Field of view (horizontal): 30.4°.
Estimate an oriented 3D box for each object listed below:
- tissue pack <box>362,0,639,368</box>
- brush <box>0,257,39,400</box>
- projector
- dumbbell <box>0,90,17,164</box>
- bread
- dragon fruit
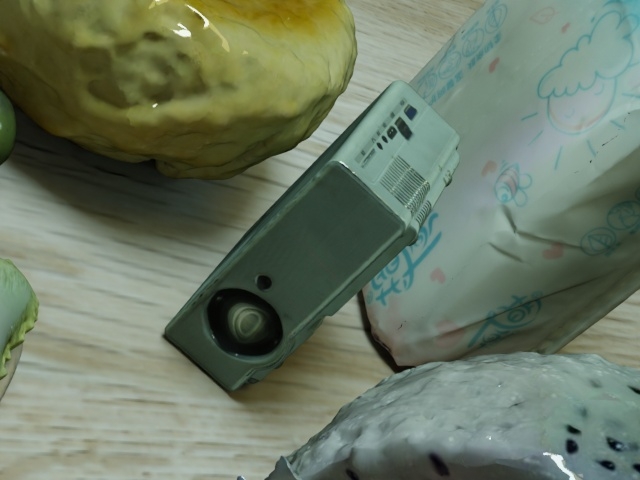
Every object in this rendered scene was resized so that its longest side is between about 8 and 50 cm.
[{"bbox_3d":[0.140,-0.060,0.713,0.124,0.271,0.201,25,38,-27],"label":"tissue pack"},{"bbox_3d":[-0.176,0.096,0.393,0.072,0.067,0.313,39,36,-11],"label":"brush"},{"bbox_3d":[0.000,0.000,0.608,0.061,0.147,0.115,43,33,-3],"label":"projector"},{"bbox_3d":[-0.196,-0.049,0.541,0.052,0.046,0.118,47,32,14],"label":"dumbbell"},{"bbox_3d":[-0.098,-0.128,0.659,0.244,0.134,0.244,26,36,-21],"label":"bread"},{"bbox_3d":[0.126,0.161,0.515,0.283,0.221,0.204,51,39,13],"label":"dragon fruit"}]
